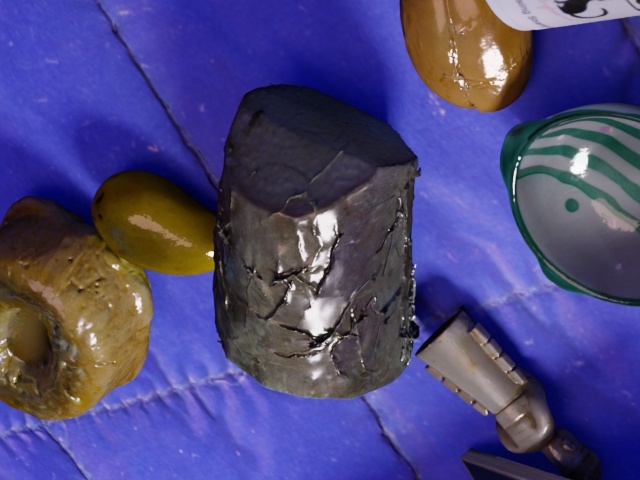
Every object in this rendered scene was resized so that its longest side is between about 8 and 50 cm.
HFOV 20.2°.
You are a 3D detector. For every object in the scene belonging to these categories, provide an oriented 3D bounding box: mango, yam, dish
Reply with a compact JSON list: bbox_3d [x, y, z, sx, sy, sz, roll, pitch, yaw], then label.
[{"bbox_3d":[-0.160,-0.014,1.844,0.161,0.076,0.103,20,126,10],"label":"mango"},{"bbox_3d":[-0.005,0.001,1.673,0.202,0.201,0.271,21,126,19],"label":"yam"},{"bbox_3d":[0.270,-0.052,1.515,0.224,0.078,0.246,37,136,4],"label":"dish"}]

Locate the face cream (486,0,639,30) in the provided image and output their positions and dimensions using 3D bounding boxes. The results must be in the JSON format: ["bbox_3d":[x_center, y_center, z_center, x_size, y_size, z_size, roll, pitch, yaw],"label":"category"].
[{"bbox_3d":[0.296,-0.245,1.301,0.369,0.145,0.145,-4,120,38],"label":"face cream"}]

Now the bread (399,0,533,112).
[{"bbox_3d":[0.120,-0.188,1.520,0.114,0.077,0.189,10,130,34],"label":"bread"}]

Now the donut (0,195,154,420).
[{"bbox_3d":[-0.292,0.084,1.969,0.208,0.128,0.261,28,135,13],"label":"donut"}]

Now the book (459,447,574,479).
[{"bbox_3d":[0.276,0.317,1.736,0.228,0.018,0.322,58,159,-20],"label":"book"}]

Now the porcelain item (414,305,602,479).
[{"bbox_3d":[0.192,0.161,1.748,0.213,0.054,0.084,43,138,0],"label":"porcelain item"}]
